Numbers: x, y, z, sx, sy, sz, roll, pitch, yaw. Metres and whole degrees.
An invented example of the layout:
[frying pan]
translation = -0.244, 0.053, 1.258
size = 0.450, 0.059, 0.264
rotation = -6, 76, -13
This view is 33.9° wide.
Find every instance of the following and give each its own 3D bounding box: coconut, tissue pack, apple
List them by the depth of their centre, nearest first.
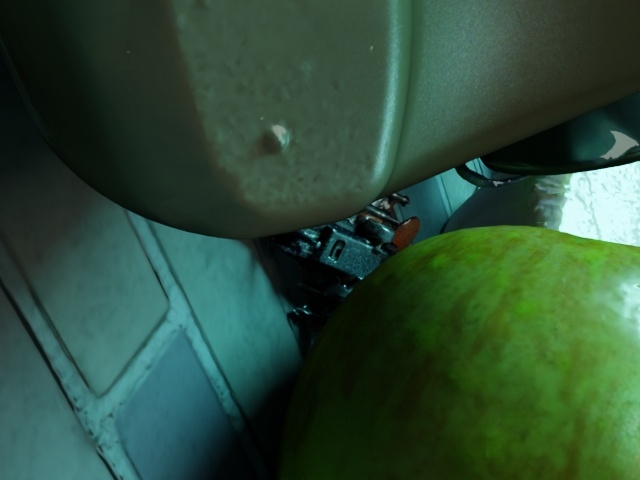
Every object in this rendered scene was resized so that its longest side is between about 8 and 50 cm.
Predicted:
[tissue pack]
translation = 0.025, -0.180, 0.494
size = 0.387, 0.277, 0.267
rotation = -23, 118, -17
[apple]
translation = 0.136, 0.158, 0.665
size = 0.339, 0.339, 0.340
rotation = 13, 75, -60
[coconut]
translation = 0.230, 0.028, 0.978
size = 0.233, 0.245, 0.233
rotation = 9, 66, -20

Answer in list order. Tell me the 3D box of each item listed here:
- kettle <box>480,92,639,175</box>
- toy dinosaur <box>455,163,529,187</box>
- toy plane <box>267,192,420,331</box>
[kettle]
translation = 0.169, -0.223, 0.780
size = 0.262, 0.203, 0.308
rotation = -120, -164, -73
[toy dinosaur]
translation = 0.163, -0.170, 0.971
size = 0.363, 0.147, 0.076
rotation = -54, 132, -38
[toy plane]
translation = 0.003, 0.002, 0.734
size = 0.189, 0.061, 0.130
rotation = 19, 100, -56
